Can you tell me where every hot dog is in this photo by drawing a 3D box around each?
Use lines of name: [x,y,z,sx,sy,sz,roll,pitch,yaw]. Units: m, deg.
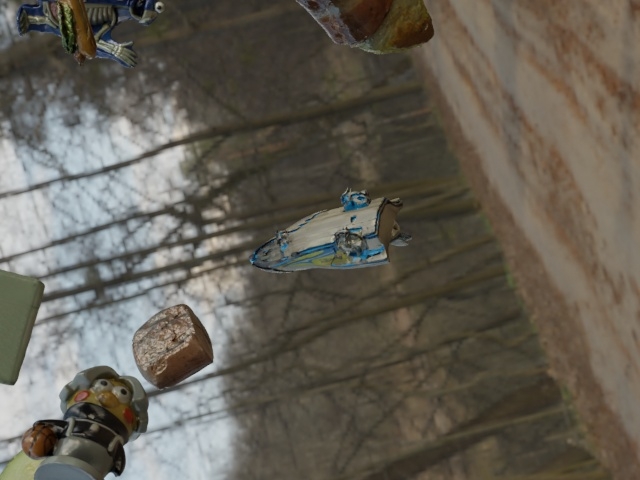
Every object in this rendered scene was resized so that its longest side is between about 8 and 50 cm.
hot dog: [0.030,-0.312,1.384,0.261,0.123,0.093,43,157,-31]
hot dog: [-0.315,-0.284,1.420,0.056,0.041,0.133,-179,72,-79]

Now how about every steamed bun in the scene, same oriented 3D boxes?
steamed bun: [-0.283,0.197,2.125,0.106,0.145,0.175,66,175,-29]

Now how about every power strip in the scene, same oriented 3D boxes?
power strip: [-0.521,0.152,1.726,0.140,0.139,0.224,173,112,-70]

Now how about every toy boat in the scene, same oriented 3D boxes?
toy boat: [0.000,0.000,1.251,0.066,0.210,0.084,44,-134,-36]

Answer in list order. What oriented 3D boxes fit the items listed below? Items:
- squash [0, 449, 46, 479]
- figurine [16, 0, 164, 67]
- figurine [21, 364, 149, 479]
squash: [-0.506,0.438,2.121,0.219,0.219,0.041,-103,-7,-53]
figurine: [-0.395,-0.406,1.947,0.121,0.262,0.164,-62,-12,-76]
figurine: [-0.384,0.314,1.867,0.133,0.176,0.236,-59,6,39]
